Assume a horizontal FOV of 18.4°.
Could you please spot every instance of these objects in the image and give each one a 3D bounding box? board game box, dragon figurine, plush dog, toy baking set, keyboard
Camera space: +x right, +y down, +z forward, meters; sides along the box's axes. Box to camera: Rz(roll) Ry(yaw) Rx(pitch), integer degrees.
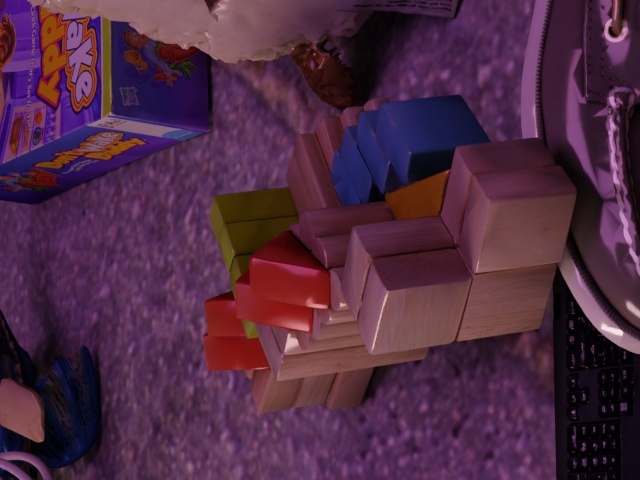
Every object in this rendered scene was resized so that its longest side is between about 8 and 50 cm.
[{"bbox_3d":[-0.176,-0.220,1.378,0.233,0.078,0.347,-18,70,50],"label":"board game box"},{"bbox_3d":[-0.207,0.115,1.351,0.144,0.085,0.289,-10,80,49],"label":"dragon figurine"},{"bbox_3d":[-0.036,-0.214,1.148,0.262,0.210,0.225,-23,47,19],"label":"plush dog"},{"bbox_3d":[-0.236,0.151,1.297,0.197,0.030,0.256,49,132,31],"label":"toy baking set"},{"bbox_3d":[0.139,0.027,0.957,0.100,0.038,0.192,-13,75,51],"label":"keyboard"}]

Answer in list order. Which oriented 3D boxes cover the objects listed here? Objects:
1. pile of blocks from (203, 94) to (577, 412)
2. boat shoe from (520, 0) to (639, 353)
[{"bbox_3d":[0.000,0.000,0.987,0.362,0.113,0.148,146,115,-69],"label":"pile of blocks"},{"bbox_3d":[0.159,-0.103,0.894,0.091,0.109,0.305,-22,63,54],"label":"boat shoe"}]
